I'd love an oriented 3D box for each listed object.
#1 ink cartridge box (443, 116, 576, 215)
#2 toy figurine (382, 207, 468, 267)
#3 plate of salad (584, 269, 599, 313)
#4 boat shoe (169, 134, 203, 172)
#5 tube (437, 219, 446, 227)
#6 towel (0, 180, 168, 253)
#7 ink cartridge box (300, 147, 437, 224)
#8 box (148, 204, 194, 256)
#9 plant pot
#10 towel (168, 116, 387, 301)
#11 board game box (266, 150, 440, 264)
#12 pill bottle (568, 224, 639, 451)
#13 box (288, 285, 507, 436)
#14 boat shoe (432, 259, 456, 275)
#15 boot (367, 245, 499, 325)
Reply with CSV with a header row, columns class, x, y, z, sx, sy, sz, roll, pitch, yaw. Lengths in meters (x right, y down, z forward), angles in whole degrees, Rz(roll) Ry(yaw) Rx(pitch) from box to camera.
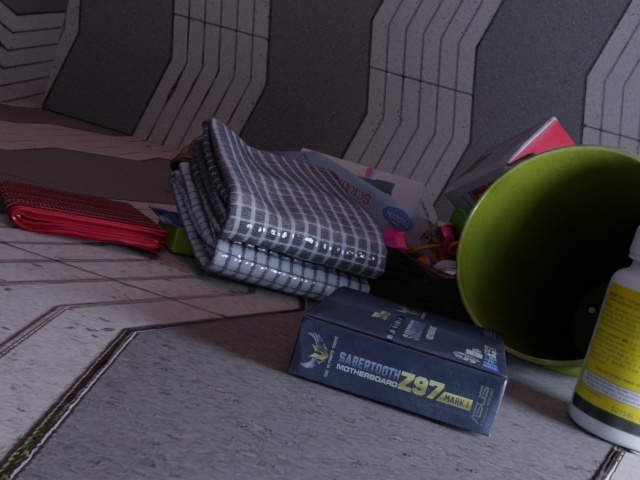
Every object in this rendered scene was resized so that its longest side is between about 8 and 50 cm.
class,x,y,z,sx,sy,sz,roll,pitch,yaw
ink cartridge box,0.387,-0.023,1.433,0.309,0.130,0.272,50,-21,-6
toy figurine,0.155,0.033,1.499,0.159,0.173,0.130,-4,42,-9
plate of salad,0.322,0.056,1.349,0.200,0.200,0.048,16,36,-1
boat shoe,-0.188,-0.107,1.928,0.324,0.123,0.116,30,46,30
tube,0.339,0.037,1.878,0.240,0.062,0.070,30,-15,-15
towel,-0.327,-0.036,1.229,0.199,0.031,0.275,11,6,-24
ink cartridge box,0.121,-0.064,1.946,0.353,0.119,0.207,19,-13,20
box,-0.153,-0.001,1.291,0.178,0.042,0.109,14,8,-25
plant pot,0.354,0.067,1.166,0.275,0.275,0.293,21,-11,37
towel,-0.059,-0.042,1.231,0.235,0.121,0.283,14,25,-26
board game box,0.022,-0.062,1.649,0.319,0.066,0.318,29,-9,-31
pill bottle,0.333,0.097,0.910,0.119,0.208,0.119,16,7,-2
box,0.083,0.106,0.882,0.183,0.059,0.233,16,6,10
boat shoe,0.274,0.100,1.430,0.226,0.083,0.076,14,33,-9
boot,0.168,0.085,1.316,0.246,0.083,0.161,20,-5,30
